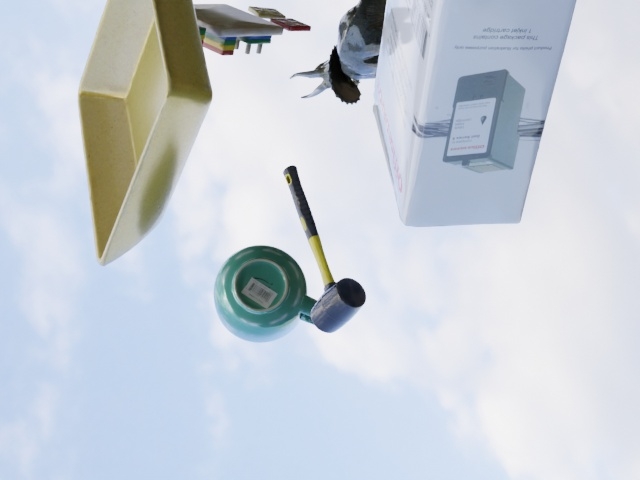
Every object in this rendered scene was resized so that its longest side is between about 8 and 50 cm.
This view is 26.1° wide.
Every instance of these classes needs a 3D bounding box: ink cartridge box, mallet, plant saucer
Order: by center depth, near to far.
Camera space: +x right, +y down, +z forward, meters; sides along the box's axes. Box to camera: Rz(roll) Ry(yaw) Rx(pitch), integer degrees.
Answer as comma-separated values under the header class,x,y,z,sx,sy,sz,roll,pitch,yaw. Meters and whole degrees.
class,x,y,z,sx,sy,sz,roll,pitch,yaw
ink cartridge box,0.133,-0.184,1.269,0.121,0.289,0.211,-1,-135,-8
mallet,0.000,0.000,1.448,0.039,0.062,0.190,-1,-113,-36
plant saucer,-0.225,-0.187,1.771,0.081,0.333,0.333,6,-132,-24

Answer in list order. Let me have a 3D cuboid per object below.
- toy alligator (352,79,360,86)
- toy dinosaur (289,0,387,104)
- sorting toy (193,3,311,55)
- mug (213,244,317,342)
class,x,y,z,sx,sy,sz,roll,pitch,yaw
toy alligator,0.103,-0.293,2.092,0.051,0.190,0.056,37,-170,34
toy dinosaur,0.076,-0.287,1.937,0.160,0.313,0.121,-38,-99,-21
sorting toy,-0.142,-0.313,2.049,0.132,0.046,0.274,27,-154,36
mug,-0.069,0.068,1.901,0.097,0.157,0.129,101,156,-76
